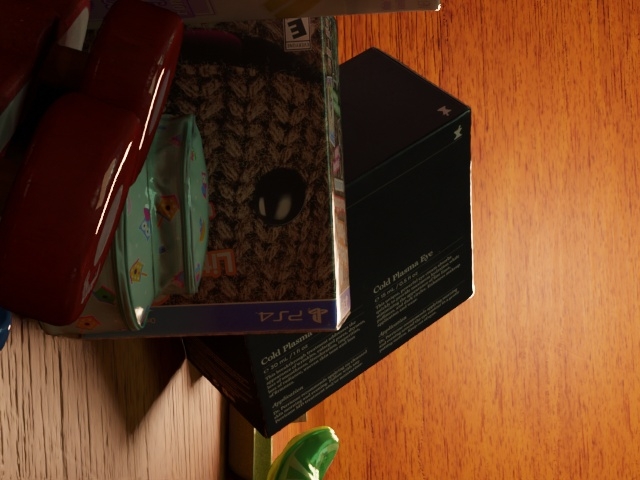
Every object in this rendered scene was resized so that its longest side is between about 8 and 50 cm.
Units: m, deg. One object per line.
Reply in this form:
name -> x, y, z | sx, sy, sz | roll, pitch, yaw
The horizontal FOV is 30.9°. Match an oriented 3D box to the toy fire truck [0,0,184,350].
toy fire truck -> -0.191, -0.005, 0.589 | 0.302, 0.169, 0.254 | -83, -167, -60

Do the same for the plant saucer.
plant saucer -> -0.108, 0.295, 1.784 | 0.188, 0.045, 0.188 | 77, 12, -66

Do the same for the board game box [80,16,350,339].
board game box -> -0.098, -0.064, 1.065 | 0.141, 0.232, 0.291 | -24, 111, -83

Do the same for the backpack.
backpack -> -0.158, -0.017, 0.890 | 0.188, 0.144, 0.165 | -75, 167, -65

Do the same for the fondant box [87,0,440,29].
fondant box -> -0.076, -0.252, 0.849 | 0.238, 0.330, 0.096 | 70, 19, -73

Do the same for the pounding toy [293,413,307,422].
pounding toy -> -0.079, 0.240, 1.978 | 0.141, 0.100, 0.130 | -121, -153, -78

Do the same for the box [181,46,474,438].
box -> 0.000, 0.000, 1.364 | 0.179, 0.343, 0.312 | 40, -29, 36

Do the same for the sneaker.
sneaker -> -0.037, 0.397, 1.696 | 0.295, 0.123, 0.109 | -54, 159, -45
